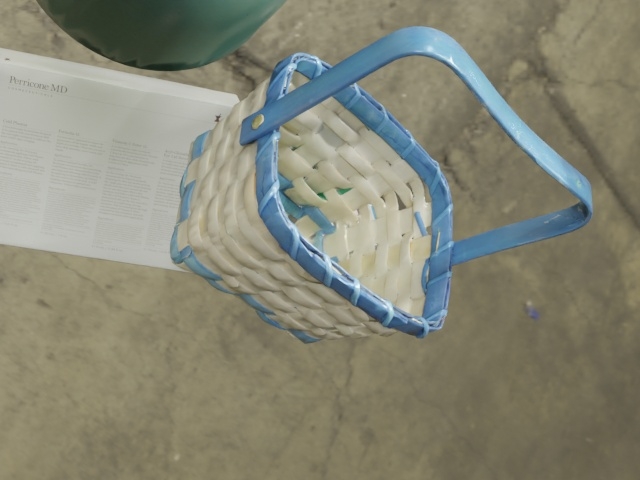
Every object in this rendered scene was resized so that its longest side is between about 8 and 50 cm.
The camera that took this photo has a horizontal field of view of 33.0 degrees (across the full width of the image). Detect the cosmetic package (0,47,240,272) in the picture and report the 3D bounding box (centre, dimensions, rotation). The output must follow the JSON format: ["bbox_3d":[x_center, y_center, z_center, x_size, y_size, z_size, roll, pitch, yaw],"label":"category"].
[{"bbox_3d":[-0.335,-0.118,1.671,0.378,0.097,0.284,10,112,-16],"label":"cosmetic package"}]

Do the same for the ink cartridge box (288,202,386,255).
[{"bbox_3d":[0.000,0.000,1.379,0.180,0.104,0.060,-4,72,-31],"label":"ink cartridge box"}]

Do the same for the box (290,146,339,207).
[{"bbox_3d":[-0.032,-0.119,1.889,0.247,0.142,0.163,-58,143,-5],"label":"box"}]

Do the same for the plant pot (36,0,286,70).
[{"bbox_3d":[-0.118,-0.322,0.980,0.293,0.235,0.292,2,85,-26],"label":"plant pot"}]

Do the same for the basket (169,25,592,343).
[{"bbox_3d":[0.038,-0.042,0.865,0.255,0.289,0.201,39,47,-39],"label":"basket"}]
